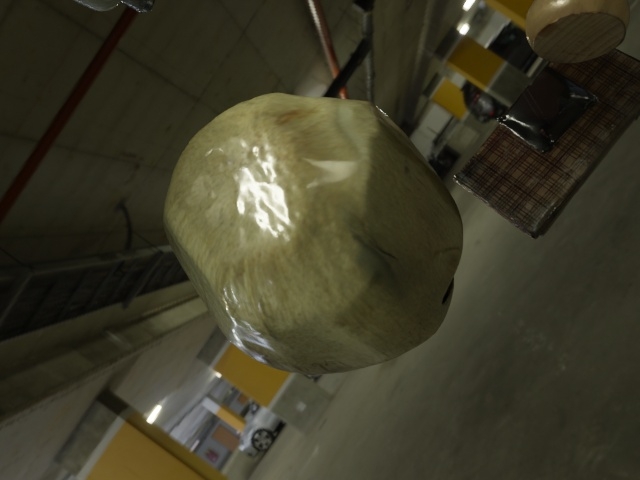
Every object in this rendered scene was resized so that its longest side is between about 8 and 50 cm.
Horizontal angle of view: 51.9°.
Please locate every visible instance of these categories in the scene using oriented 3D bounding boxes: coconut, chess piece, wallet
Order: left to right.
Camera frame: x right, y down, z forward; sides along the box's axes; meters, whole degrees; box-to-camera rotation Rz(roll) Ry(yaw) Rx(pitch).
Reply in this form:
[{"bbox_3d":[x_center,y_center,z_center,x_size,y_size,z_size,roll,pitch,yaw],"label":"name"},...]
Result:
[{"bbox_3d":[0.000,0.000,0.483,0.224,0.224,0.224,-55,-4,-5],"label":"coconut"},{"bbox_3d":[0.265,-0.122,0.736,0.230,0.124,0.042,-51,-20,0],"label":"wallet"},{"bbox_3d":[0.219,-0.187,0.563,0.084,0.083,0.038,112,162,-74],"label":"chess piece"}]

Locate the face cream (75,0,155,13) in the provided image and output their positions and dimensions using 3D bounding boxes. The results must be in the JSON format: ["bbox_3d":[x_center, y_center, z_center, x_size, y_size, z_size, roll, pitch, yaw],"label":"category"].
[{"bbox_3d":[-0.430,-0.500,1.209,0.071,0.144,0.291,-10,-10,33],"label":"face cream"}]
